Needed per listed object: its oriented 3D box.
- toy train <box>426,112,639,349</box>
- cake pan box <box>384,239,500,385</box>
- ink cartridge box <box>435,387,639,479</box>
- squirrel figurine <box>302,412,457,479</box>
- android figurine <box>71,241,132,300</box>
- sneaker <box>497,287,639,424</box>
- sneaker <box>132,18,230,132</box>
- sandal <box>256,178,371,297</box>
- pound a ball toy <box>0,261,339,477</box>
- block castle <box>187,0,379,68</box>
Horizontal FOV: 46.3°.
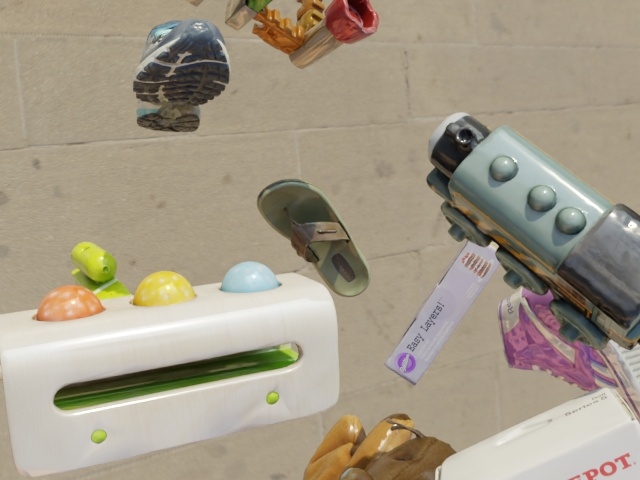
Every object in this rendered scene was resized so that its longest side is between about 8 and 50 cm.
[{"bbox_3d":[0.251,-0.014,0.821,0.142,0.334,0.190,-44,156,-2],"label":"toy train"},{"bbox_3d":[0.212,0.099,1.257,0.070,0.246,0.266,34,102,10],"label":"cake pan box"},{"bbox_3d":[0.255,0.307,0.698,0.198,0.115,0.272,-29,88,11],"label":"ink cartridge box"},{"bbox_3d":[0.069,0.447,1.126,0.397,0.370,0.281,-42,83,-20],"label":"squirrel figurine"},{"bbox_3d":[-0.272,0.118,1.061,0.056,0.273,0.248,-34,116,-21],"label":"android figurine"},{"bbox_3d":[0.356,0.167,1.042,0.282,0.161,0.102,51,37,-12],"label":"sneaker"},{"bbox_3d":[-0.190,-0.230,0.949,0.110,0.283,0.122,0,82,-22],"label":"sneaker"},{"bbox_3d":[0.002,0.000,1.433,0.120,0.086,0.303,-37,114,12],"label":"sandal"},{"bbox_3d":[-0.171,0.091,0.680,0.319,0.208,0.135,-7,99,-23],"label":"pound a ball toy"},{"bbox_3d":[-0.102,-0.508,1.174,0.453,0.213,0.303,23,53,-37],"label":"block castle"}]
